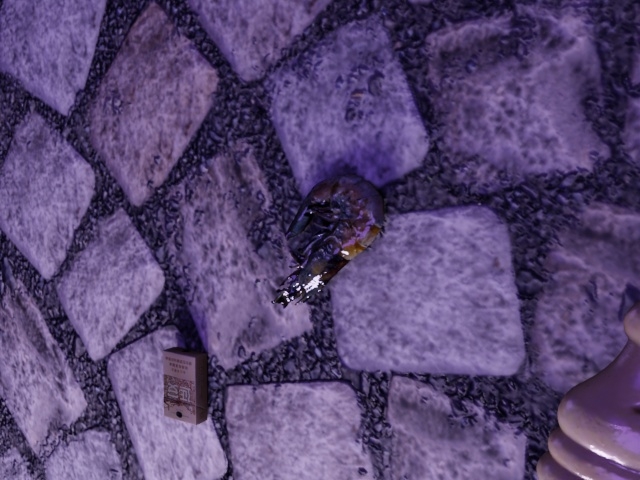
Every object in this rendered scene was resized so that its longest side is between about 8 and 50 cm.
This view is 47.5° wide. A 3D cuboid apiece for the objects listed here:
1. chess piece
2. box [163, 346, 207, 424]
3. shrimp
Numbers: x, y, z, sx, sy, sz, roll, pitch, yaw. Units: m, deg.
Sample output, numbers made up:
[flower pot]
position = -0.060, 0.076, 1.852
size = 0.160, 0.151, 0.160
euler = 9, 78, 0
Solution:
[chess piece]
position = 0.226, 0.188, 0.562
size = 0.139, 0.124, 0.307
euler = 32, 111, 62
[box]
position = -0.160, 0.171, 0.861
size = 0.053, 0.024, 0.083
euler = 4, 96, 33
[shrimp]
position = 0.000, 0.000, 0.736
size = 0.161, 0.034, 0.091
euler = -49, 57, 21
